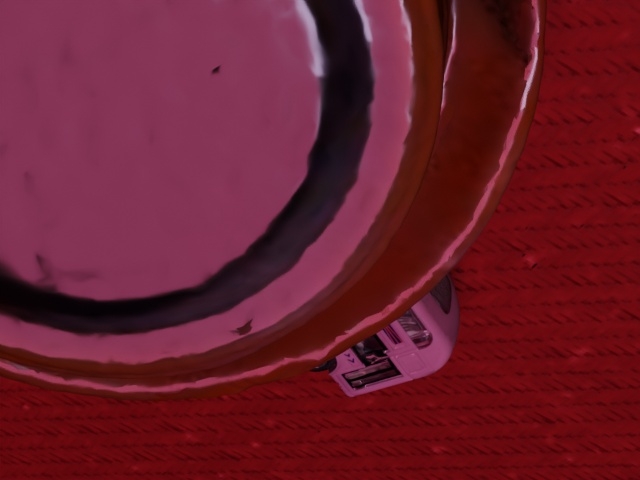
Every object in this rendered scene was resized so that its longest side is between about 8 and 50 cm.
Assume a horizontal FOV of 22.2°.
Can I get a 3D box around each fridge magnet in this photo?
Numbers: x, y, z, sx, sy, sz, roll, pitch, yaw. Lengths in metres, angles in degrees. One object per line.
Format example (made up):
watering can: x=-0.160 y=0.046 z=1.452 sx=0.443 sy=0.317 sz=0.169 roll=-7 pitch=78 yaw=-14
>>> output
fridge magnet: x=-0.087 y=-0.086 z=0.684 sx=0.364 sy=0.155 sz=0.363 roll=1 pitch=114 yaw=2

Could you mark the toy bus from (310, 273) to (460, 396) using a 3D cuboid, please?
toy bus: x=0.000 y=0.000 z=0.857 sx=0.090 sy=0.063 sz=0.203 roll=-19 pitch=131 yaw=24
